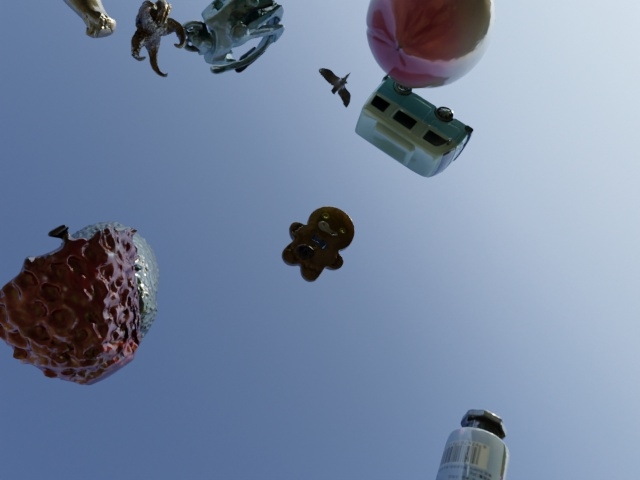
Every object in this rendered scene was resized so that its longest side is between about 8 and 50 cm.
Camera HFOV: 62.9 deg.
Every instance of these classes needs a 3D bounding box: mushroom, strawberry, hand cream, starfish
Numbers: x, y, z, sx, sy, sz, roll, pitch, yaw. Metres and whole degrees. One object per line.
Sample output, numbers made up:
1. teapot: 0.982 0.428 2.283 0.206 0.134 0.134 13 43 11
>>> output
1. mushroom: -0.566 -0.591 1.236 0.116 0.093 0.225 -20 -99 -37
2. strawberry: -0.314 0.096 0.713 0.233 0.234 0.178 -35 -93 -17
3. hand cream: 0.105 0.254 0.424 0.058 0.091 0.271 51 -139 -11
4. starfish: -0.361 -0.446 1.131 0.074 0.190 0.146 34 -97 7

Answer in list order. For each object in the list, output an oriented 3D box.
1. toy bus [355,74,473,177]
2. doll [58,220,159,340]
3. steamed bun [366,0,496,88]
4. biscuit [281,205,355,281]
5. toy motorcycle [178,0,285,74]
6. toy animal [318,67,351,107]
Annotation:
1. toy bus: 0.231 -0.279 1.340 0.271 0.133 0.165 35 -119 9
2. doll: -0.484 0.110 1.204 0.247 0.349 0.248 -15 -57 -25
3. steamed bun: 0.230 -0.480 1.178 0.308 0.309 0.310 2 -97 -16
4. biscuit: 0.000 0.000 1.425 0.179 0.039 0.236 37 -119 4
5. toy motorcycle: -0.216 -0.540 1.339 0.260 0.206 0.154 -36 -121 10
6. toy animal: 0.037 -0.286 0.943 0.050 0.028 0.084 -37 -71 6
